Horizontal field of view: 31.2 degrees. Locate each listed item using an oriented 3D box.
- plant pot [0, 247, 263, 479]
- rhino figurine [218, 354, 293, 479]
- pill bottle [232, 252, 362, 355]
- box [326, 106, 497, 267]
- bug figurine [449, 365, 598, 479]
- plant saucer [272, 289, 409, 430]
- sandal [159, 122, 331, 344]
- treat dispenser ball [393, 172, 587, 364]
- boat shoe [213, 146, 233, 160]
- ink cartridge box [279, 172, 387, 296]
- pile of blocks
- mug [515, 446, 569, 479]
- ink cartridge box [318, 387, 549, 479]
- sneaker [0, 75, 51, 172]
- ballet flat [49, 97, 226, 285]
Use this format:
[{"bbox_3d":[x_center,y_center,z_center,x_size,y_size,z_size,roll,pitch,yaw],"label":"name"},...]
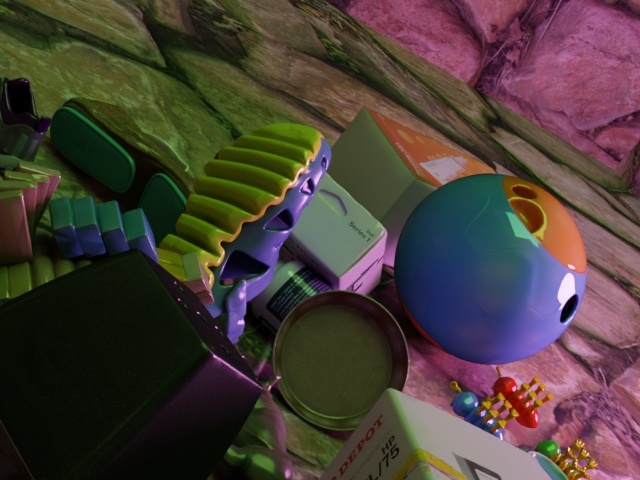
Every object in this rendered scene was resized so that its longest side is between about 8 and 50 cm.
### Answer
[{"bbox_3d":[-0.163,0.120,0.984,0.187,0.167,0.188,51,0,29],"label":"plant pot"},{"bbox_3d":[-0.081,0.189,1.187,0.106,0.073,0.243,27,22,-18],"label":"rhino figurine"},{"bbox_3d":[-0.027,0.085,1.457,0.169,0.094,0.094,42,21,9],"label":"pill bottle"},{"bbox_3d":[0.188,-0.058,1.995,0.345,0.168,0.215,20,28,-39],"label":"box"},{"bbox_3d":[0.280,0.273,1.594,0.216,0.072,0.279,52,19,17],"label":"bug figurine"},{"bbox_3d":[0.022,0.144,1.376,0.168,0.168,0.029,36,-17,-4],"label":"plant saucer"},{"bbox_3d":[-0.095,0.004,1.306,0.126,0.317,0.138,31,-12,44],"label":"sandal"},{"bbox_3d":[0.254,0.042,1.726,0.288,0.288,0.288,32,22,-15],"label":"treat dispenser ball"},{"bbox_3d":[-0.089,-0.076,1.732,0.178,0.064,0.060,40,19,-2],"label":"boat shoe"},{"bbox_3d":[0.000,0.000,1.534,0.160,0.092,0.219,43,-13,14],"label":"ink cartridge box"},{"bbox_3d":[-0.253,0.025,1.076,0.362,0.149,0.112,11,38,-28],"label":"pile of blocks"},{"bbox_3d":[0.263,0.327,1.418,0.158,0.097,0.129,33,21,-11],"label":"mug"},{"bbox_3d":[0.114,0.312,1.042,0.197,0.198,0.270,28,17,-23],"label":"ink cartridge box"},{"bbox_3d":[-0.393,-0.180,1.408,0.083,0.098,0.223,6,38,-54],"label":"sneaker"},{"bbox_3d":[-0.201,-0.067,1.460,0.342,0.116,0.124,41,34,23],"label":"ballet flat"}]
